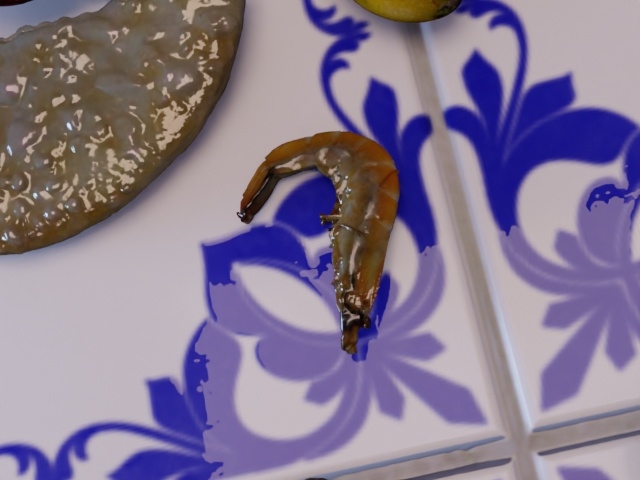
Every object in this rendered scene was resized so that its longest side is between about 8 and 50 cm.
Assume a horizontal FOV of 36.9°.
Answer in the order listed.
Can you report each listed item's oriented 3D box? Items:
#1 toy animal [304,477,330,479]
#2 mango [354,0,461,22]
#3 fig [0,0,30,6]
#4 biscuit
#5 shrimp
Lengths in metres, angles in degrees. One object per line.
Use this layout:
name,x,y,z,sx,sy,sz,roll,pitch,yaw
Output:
toy animal,-0.005,0.214,0.437,0.188,0.089,0.179,32,68,23
mango,0.034,-0.211,0.548,0.098,0.075,0.190,-7,80,15
fig,-0.184,-0.199,0.574,0.128,0.150,0.128,-3,86,44
biscuit,-0.170,-0.061,0.564,0.290,0.038,0.141,-14,73,9
shrimp,0.000,0.000,0.520,0.091,0.025,0.127,-6,69,10
